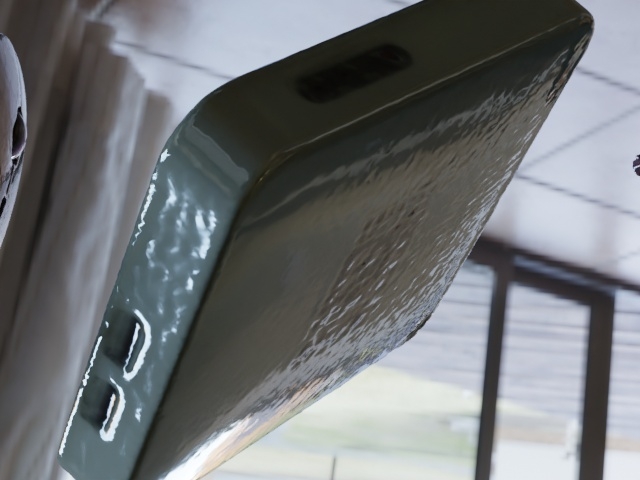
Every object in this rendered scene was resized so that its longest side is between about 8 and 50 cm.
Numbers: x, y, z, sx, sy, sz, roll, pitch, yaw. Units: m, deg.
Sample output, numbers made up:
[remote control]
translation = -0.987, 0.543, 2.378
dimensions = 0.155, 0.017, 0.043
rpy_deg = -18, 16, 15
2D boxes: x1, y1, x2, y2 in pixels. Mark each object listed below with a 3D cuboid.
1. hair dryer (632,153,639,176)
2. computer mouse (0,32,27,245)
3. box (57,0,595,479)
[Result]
[hair dryer]
translation = 0.310, -0.072, 1.174
dimensions = 0.054, 0.106, 0.154
rpy_deg = -24, -172, -25
[computer mouse]
translation = -0.263, 0.010, 0.962
dimensions = 0.071, 0.310, 0.158
rpy_deg = 23, 167, 2
[box]
translation = 0.000, 0.000, 0.998
dimensions = 0.367, 0.090, 0.373
rpy_deg = -27, 154, -42
